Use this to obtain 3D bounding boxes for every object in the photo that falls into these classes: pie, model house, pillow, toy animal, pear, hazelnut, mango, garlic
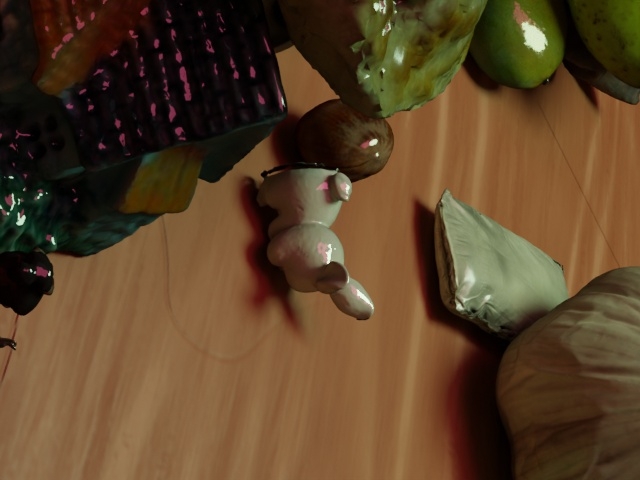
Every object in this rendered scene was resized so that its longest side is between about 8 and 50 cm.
[{"bbox_3d":[0.081,-0.273,1.222,0.395,0.180,0.418,-46,149,-62],"label":"pie"},{"bbox_3d":[-0.140,-0.142,1.162,0.226,0.241,0.261,1,71,-57],"label":"model house"},{"bbox_3d":[0.182,0.044,1.681,0.229,0.051,0.128,30,51,-45],"label":"pillow"},{"bbox_3d":[-0.006,0.001,1.421,0.071,0.085,0.124,42,44,-61],"label":"toy animal"},{"bbox_3d":[0.355,-0.287,1.853,0.292,0.159,0.292,16,68,-47],"label":"pear"},{"bbox_3d":[0.023,-0.083,1.502,0.086,0.086,0.086,32,47,-42],"label":"hazelnut"},{"bbox_3d":[0.204,-0.254,1.832,0.122,0.085,0.191,-2,82,-21],"label":"mango"},{"bbox_3d":[0.319,0.165,1.591,0.317,0.259,0.317,3,80,-18],"label":"garlic"}]

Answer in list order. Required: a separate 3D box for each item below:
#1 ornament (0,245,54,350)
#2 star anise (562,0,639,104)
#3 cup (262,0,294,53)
[{"bbox_3d":[-0.220,0.056,0.974,0.081,0.203,0.088,26,49,-56],"label":"ornament"},{"bbox_3d":[0.308,-0.308,2.014,0.315,0.108,0.315,28,56,-51],"label":"star anise"},{"bbox_3d":[-0.042,-0.293,1.400,0.185,0.241,0.226,38,34,-17],"label":"cup"}]
